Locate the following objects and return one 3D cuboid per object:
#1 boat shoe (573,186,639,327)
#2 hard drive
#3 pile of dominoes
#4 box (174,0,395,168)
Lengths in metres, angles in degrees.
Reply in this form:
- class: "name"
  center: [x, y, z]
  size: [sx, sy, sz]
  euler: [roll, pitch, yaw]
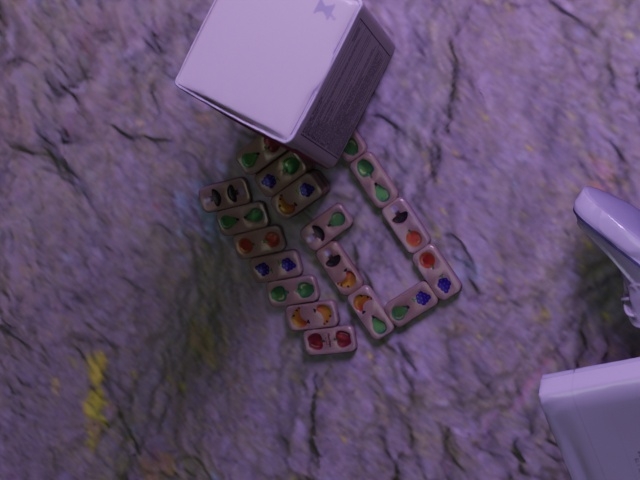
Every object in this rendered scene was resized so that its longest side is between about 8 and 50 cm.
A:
- class: "boat shoe"
  center: [0.335, 0.055, 1.641]
  size: [0.258, 0.095, 0.084]
  euler: [42, 112, 4]
- class: "hard drive"
  center: [0.416, 0.196, 1.636]
  size: [0.353, 0.047, 0.233]
  euler: [-13, 120, 22]
- class: "pile of dominoes"
  center: [0.000, 0.000, 1.776]
  size: [0.196, 0.040, 0.251]
  euler: [-35, 90, 23]
- class: "box"
  center: [-0.028, -0.169, 1.624]
  size: [0.126, 0.232, 0.149]
  euler: [28, 91, 11]
